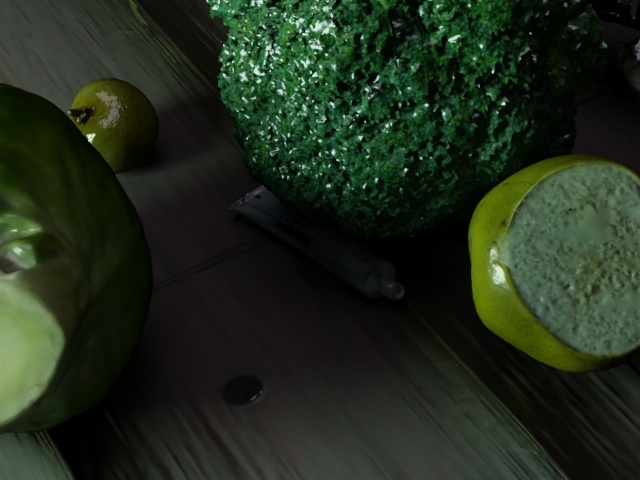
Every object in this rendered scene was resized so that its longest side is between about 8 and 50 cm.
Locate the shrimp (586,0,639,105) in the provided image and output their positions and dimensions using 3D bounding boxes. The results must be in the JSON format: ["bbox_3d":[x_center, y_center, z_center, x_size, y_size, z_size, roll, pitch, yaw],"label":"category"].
[{"bbox_3d":[0.280,-0.129,1.122,0.445,0.085,0.272,23,36,15],"label":"shrimp"}]

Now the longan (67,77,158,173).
[{"bbox_3d":[-0.163,-0.089,1.231,0.075,0.083,0.075,-12,68,32],"label":"longan"}]

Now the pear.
[{"bbox_3d":[0.156,0.017,1.020,0.141,0.104,0.141,2,78,-8],"label":"pear"}]

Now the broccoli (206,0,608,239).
[{"bbox_3d":[0.055,-0.131,1.084,0.265,0.294,0.245,-28,46,23],"label":"broccoli"}]

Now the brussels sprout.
[{"bbox_3d":[-0.212,0.021,1.002,0.210,0.219,0.271,-19,25,-5],"label":"brussels sprout"}]

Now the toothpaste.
[{"bbox_3d":[0.000,0.000,1.133,0.045,0.028,0.170,-36,44,-20],"label":"toothpaste"}]
